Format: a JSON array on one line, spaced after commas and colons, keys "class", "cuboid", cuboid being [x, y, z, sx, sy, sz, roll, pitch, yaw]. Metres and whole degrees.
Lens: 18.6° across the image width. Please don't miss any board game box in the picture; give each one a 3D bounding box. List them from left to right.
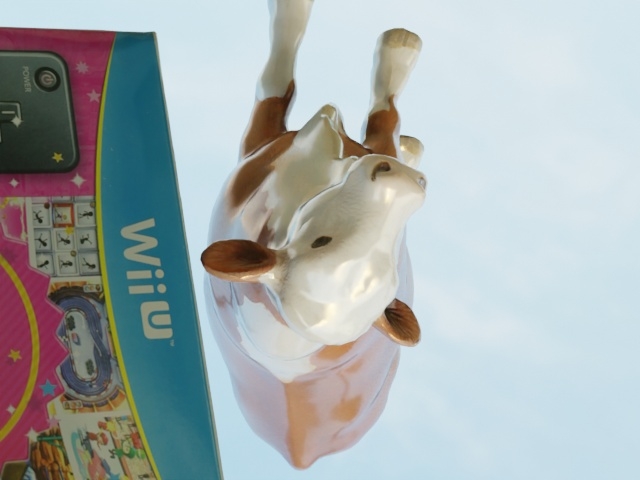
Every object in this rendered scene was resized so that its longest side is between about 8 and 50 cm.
[{"class": "board game box", "cuboid": [-0.201, 0.032, 0.729, 0.303, 0.097, 0.224, 0, -111, -26]}]

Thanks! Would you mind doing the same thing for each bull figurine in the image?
[{"class": "bull figurine", "cuboid": [0.000, 0.000, 0.919, 0.101, 0.310, 0.188, 11, -115, 0]}]
